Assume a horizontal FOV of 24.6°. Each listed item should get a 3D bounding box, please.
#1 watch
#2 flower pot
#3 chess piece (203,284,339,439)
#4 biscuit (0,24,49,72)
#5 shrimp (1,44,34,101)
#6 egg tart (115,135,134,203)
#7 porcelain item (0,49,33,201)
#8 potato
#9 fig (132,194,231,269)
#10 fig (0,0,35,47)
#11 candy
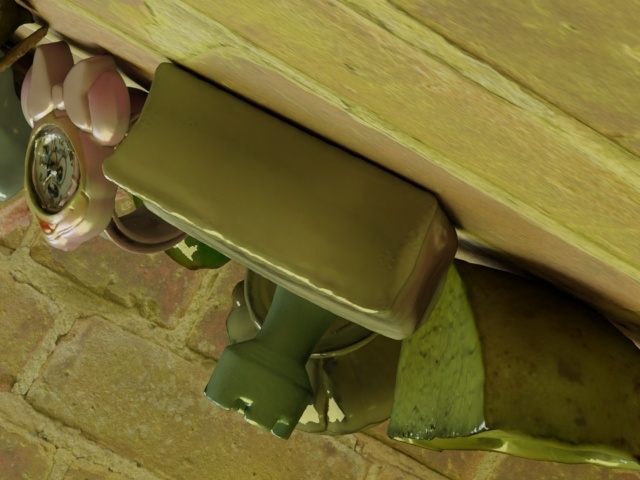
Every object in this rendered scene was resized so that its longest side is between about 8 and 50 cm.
[{"bbox_3d":[-0.244,-0.113,1.799,0.217,0.249,0.211,-3,-162,-42],"label":"watch"},{"bbox_3d":[0.011,0.103,2.056,0.307,0.307,0.244,27,157,17],"label":"flower pot"},{"bbox_3d":[-0.021,0.082,1.767,0.194,0.299,0.194,28,175,2],"label":"chess piece"},{"bbox_3d":[-0.365,-0.213,1.719,0.015,0.120,0.120,51,170,-13],"label":"biscuit"},{"bbox_3d":[-0.449,-0.246,2.128,0.317,0.077,0.168,30,173,12],"label":"shrimp"},{"bbox_3d":[-0.281,-0.081,2.534,0.252,0.098,0.232,45,179,-4],"label":"egg tart"},{"bbox_3d":[-0.559,-0.226,2.003,0.242,0.178,0.405,3,147,51],"label":"porcelain item"},{"bbox_3d":[0.261,0.143,1.658,0.280,0.213,0.330,11,169,-13],"label":"potato"},{"bbox_3d":[-0.174,-0.052,2.057,0.181,0.191,0.181,-7,170,-1],"label":"fig"},{"bbox_3d":[-0.375,-0.228,1.567,0.133,0.127,0.185,10,164,28],"label":"fig"},{"bbox_3d":[-0.037,-0.036,1.541,0.358,0.145,0.208,27,174,11],"label":"candy"}]
